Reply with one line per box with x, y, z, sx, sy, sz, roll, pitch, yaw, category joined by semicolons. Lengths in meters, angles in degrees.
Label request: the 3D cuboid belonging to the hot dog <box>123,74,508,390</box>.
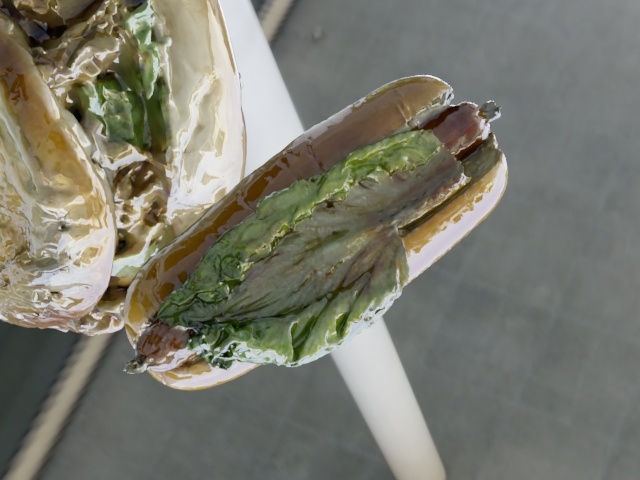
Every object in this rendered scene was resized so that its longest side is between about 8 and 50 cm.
0.000;0.000;0.441;0.133;0.041;0.056;-36;-90;-11;hot dog

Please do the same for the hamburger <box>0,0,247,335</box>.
-0.144;-0.081;0.822;0.146;0.286;0.243;-24;-138;-30;hamburger
